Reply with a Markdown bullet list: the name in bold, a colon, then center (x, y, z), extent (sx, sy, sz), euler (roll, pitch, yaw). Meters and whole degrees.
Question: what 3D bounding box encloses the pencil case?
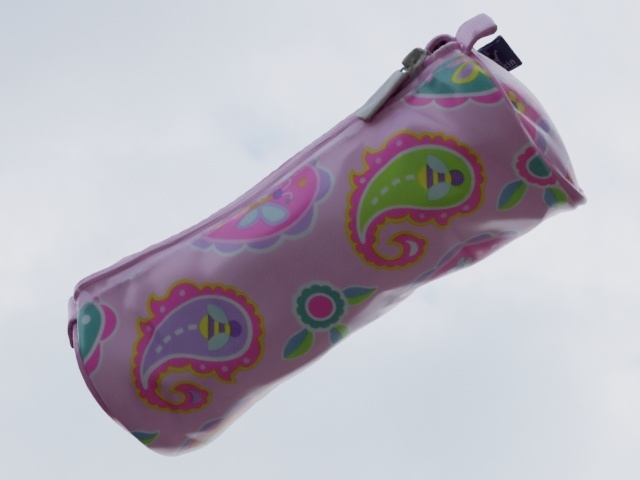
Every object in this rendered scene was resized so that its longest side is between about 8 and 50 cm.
- **pencil case**: center (0.000, 0.000, 0.826), extent (0.284, 0.124, 0.124), euler (-34, -58, 9)
